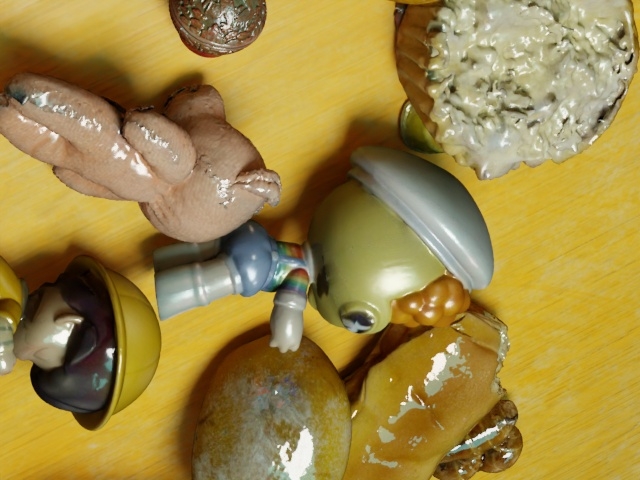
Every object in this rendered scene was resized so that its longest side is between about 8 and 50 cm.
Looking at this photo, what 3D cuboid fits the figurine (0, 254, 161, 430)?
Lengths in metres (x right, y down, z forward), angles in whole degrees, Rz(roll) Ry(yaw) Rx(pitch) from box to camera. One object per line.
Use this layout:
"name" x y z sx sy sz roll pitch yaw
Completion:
"figurine" -0.289 0.088 1.350 0.257 0.192 0.167 33 87 -28

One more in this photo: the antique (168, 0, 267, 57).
"antique" -0.102 -0.233 1.260 0.104 0.104 0.104 -13 127 -17

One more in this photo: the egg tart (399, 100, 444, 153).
"egg tart" 0.143 -0.138 1.487 0.105 0.039 0.105 -13 129 -16

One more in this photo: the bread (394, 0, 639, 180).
"bread" 0.215 -0.205 1.389 0.274 0.149 0.274 -9 114 -20

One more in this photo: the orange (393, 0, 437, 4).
"orange" 0.090 -0.348 1.178 0.264 0.264 0.264 -13 127 -17

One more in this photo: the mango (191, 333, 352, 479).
"mango" -0.061 0.270 1.548 0.192 0.146 0.316 6 87 8

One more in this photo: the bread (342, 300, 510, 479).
"bread" 0.111 0.222 1.654 0.195 0.149 0.344 27 108 -38

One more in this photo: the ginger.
"ginger" 0.216 0.295 1.811 0.162 0.073 0.103 -25 117 0

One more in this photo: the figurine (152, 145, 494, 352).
"figurine" 0.004 0.016 1.400 0.382 0.224 0.205 -16 122 -18

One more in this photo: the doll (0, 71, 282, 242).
"doll" -0.187 -0.113 1.295 0.303 0.201 0.156 30 65 -32
